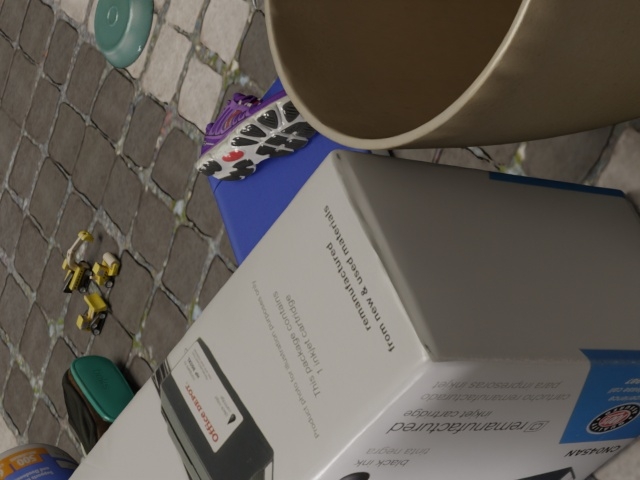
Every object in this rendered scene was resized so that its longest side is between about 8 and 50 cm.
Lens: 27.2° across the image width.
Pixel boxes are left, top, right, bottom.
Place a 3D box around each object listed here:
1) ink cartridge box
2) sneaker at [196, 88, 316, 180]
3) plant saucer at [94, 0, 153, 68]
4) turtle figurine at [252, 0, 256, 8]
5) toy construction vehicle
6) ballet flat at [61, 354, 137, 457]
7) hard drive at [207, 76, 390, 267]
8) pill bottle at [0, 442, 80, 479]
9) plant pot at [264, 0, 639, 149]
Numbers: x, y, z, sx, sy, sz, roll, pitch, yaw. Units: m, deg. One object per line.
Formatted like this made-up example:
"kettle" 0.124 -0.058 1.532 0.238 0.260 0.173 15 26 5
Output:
"ink cartridge box" 0.039 0.134 0.953 0.395 0.286 0.166 -50 50 36
"sneaker" -0.065 -0.112 1.227 0.170 0.068 0.071 -23 62 49
"plant saucer" -0.238 -0.264 1.562 0.119 0.021 0.119 -9 79 50
"turtle figurine" -0.025 -0.312 1.234 0.175 0.118 0.234 78 -167 -81
"toy construction vehicle" -0.277 0.049 1.560 0.086 0.035 0.098 47 121 43
"ballet flat" -0.209 0.227 1.420 0.280 0.095 0.096 -133 49 -55
"hard drive" 0.000 0.000 1.216 0.210 0.040 0.318 -47 51 37
"pill bottle" -0.271 0.346 1.421 0.272 0.152 0.152 33 111 48
"plant pot" 0.148 -0.171 0.864 0.256 0.274 0.256 -9 79 51
